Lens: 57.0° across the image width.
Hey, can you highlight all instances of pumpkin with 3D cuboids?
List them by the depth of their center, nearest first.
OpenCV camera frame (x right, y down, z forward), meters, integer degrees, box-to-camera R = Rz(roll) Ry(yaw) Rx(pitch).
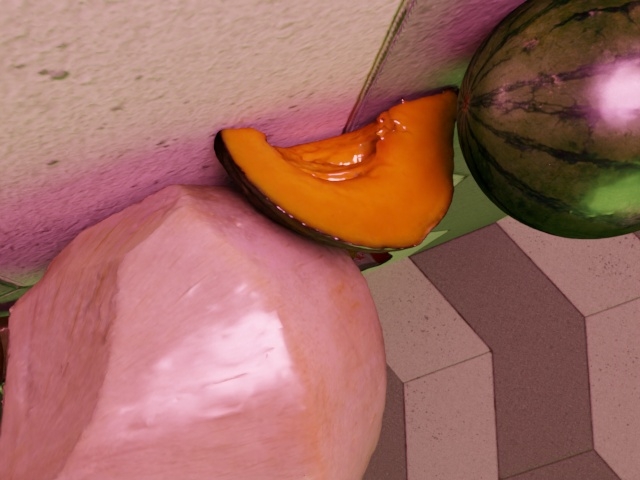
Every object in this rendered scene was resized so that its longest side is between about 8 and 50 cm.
[{"bbox_3d":[0.033,-0.038,0.539,0.254,0.149,0.130,-17,163,-30],"label":"pumpkin"}]

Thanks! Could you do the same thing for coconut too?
[{"bbox_3d":[-0.124,0.139,0.557,0.344,0.415,0.415,0,-179,24],"label":"coconut"}]

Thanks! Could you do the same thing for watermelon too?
[{"bbox_3d":[0.209,-0.094,0.430,0.214,0.188,0.188,0,169,-6],"label":"watermelon"}]

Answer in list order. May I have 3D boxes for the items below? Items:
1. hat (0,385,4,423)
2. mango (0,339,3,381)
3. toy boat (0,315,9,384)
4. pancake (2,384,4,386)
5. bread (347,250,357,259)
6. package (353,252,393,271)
[{"bbox_3d":[-0.674,0.308,1.045,0.232,0.161,0.275,3,133,-41],"label":"hat"},{"bbox_3d":[-0.334,0.088,0.456,0.156,0.151,0.249,16,157,-9],"label":"mango"},{"bbox_3d":[-0.479,0.154,0.711,0.321,0.089,0.121,-15,-175,-33],"label":"toy boat"},{"bbox_3d":[-0.463,0.224,1.196,0.387,0.082,0.387,-25,168,-6],"label":"pancake"},{"bbox_3d":[0.002,0.002,0.926,0.124,0.084,0.344,-39,171,0],"label":"bread"},{"bbox_3d":[0.006,0.048,1.133,0.239,0.030,0.154,-20,-148,-9],"label":"package"}]
